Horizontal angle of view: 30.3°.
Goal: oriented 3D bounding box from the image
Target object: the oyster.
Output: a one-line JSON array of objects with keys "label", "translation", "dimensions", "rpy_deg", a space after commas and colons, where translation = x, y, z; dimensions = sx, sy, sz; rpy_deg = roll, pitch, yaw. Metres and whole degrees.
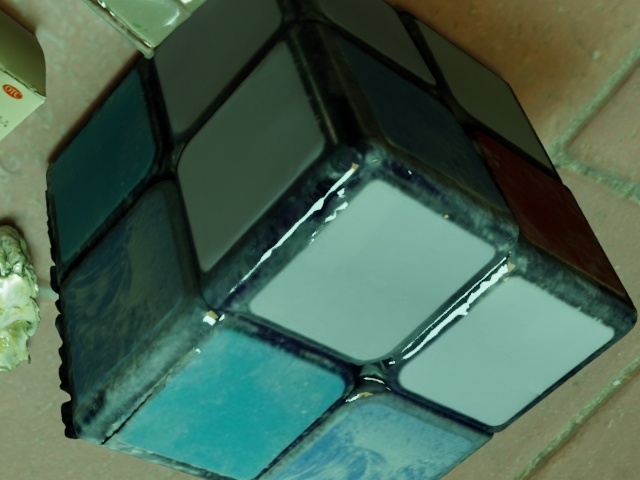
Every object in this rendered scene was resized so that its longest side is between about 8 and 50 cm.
[{"label": "oyster", "translation": [-0.300, 0.067, 1.105], "dimensions": [0.106, 0.061, 0.200], "rpy_deg": [11, 133, -49]}]

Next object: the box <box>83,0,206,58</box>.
[{"label": "box", "translation": [-0.141, -0.303, 0.674], "dimensions": [0.190, 0.225, 0.297], "rpy_deg": [-35, 134, 16]}]

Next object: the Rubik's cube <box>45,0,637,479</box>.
[{"label": "Rubik's cube", "translation": [0.000, 0.000, 0.943], "dimensions": [0.313, 0.316, 0.318], "rpy_deg": [28, 120, -36]}]

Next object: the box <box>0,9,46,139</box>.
[{"label": "box", "translation": [-0.335, -0.135, 0.861], "dimensions": [0.168, 0.095, 0.212], "rpy_deg": [-36, 133, 18]}]
